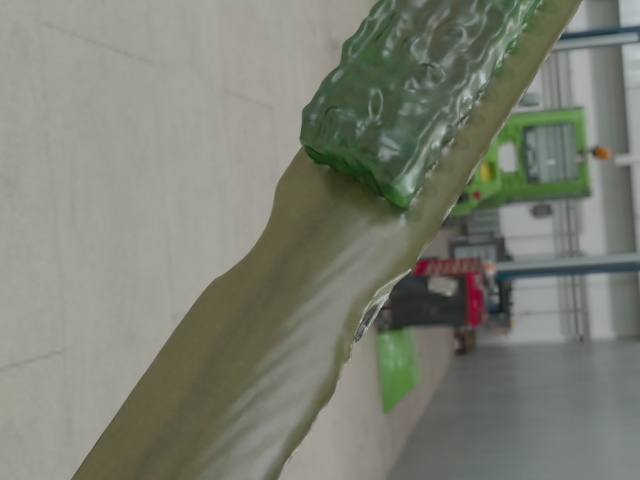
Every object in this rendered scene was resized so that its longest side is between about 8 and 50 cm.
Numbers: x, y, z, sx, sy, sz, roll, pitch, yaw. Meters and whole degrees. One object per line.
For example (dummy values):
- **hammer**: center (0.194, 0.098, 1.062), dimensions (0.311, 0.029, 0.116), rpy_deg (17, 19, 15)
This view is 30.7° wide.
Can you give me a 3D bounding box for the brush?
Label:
- **brush**: center (0.000, 0.000, 0.355), dimensions (0.282, 0.054, 0.048), rpy_deg (-56, 160, -13)
